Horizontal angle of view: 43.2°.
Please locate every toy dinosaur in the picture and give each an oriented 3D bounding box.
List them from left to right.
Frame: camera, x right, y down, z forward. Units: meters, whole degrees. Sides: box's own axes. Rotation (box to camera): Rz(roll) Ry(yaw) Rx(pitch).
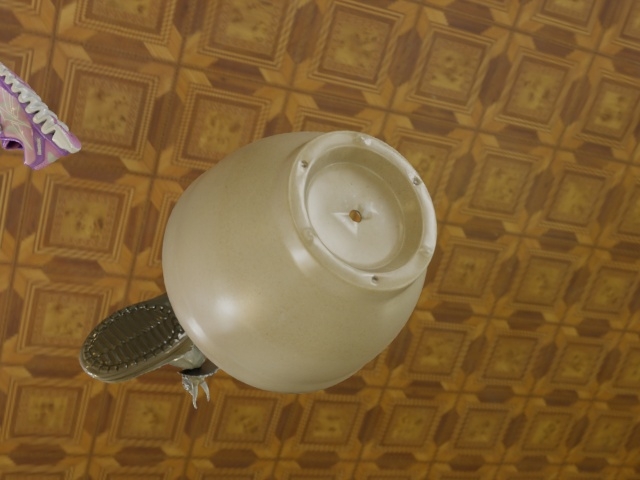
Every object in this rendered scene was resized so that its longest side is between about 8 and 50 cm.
[{"bbox_3d":[-0.282,0.203,1.610,0.121,0.160,0.313,-40,155,-12],"label":"toy dinosaur"}]

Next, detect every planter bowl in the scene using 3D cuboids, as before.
[{"bbox_3d":[0.000,0.000,0.482,0.162,0.162,0.109,12,153,-25],"label":"planter bowl"}]

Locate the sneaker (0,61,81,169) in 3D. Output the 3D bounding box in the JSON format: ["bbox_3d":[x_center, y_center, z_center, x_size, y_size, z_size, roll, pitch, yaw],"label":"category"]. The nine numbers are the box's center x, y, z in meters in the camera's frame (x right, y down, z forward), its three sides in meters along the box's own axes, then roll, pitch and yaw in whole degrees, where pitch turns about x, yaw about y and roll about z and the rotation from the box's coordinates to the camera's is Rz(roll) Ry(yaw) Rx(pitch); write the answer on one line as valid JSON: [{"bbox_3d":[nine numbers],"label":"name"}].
[{"bbox_3d":[-0.529,-0.215,1.406,0.104,0.095,0.236,-43,80,0],"label":"sneaker"}]

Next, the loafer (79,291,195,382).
[{"bbox_3d":[-0.123,0.073,0.646,0.148,0.056,0.050,-29,152,-34],"label":"loafer"}]
